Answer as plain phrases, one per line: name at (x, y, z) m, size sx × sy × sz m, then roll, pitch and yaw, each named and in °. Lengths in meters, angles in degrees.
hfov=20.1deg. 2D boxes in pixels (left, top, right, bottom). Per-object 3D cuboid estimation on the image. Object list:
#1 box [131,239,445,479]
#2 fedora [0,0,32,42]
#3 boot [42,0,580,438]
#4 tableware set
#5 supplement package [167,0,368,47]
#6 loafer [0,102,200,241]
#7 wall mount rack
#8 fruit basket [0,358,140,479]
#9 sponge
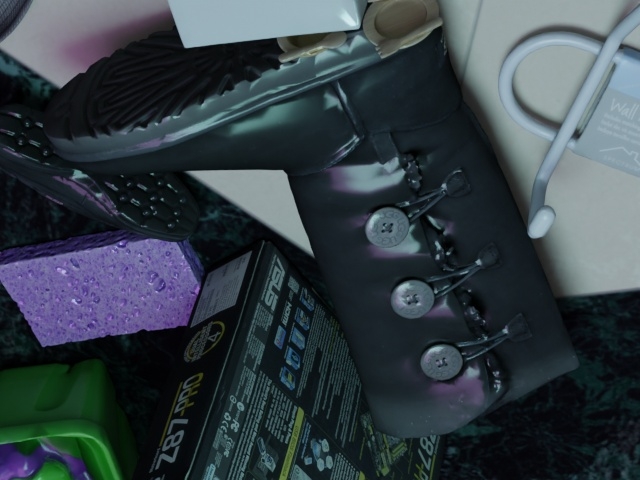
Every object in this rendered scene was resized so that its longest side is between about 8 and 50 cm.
box at (-0.024, 0.239, 1.712) m, size 0.097 × 0.395 × 0.318 m, roll -28°, pitch 119°, yaw 31°
fedora at (-0.382, -0.233, 1.578) m, size 0.275 × 0.124 × 0.244 m, roll -32°, pitch 117°, yaw 34°
boot at (0.002, 0.000, 1.651) m, size 0.367 × 0.146 × 0.445 m, roll -16°, pitch 127°, yaw 14°
tableware set at (0.023, -0.208, 1.481) m, size 0.141 × 0.169 × 0.020 m, roll -16°, pitch 143°, yaw 9°
supplement package at (-0.043, -0.288, 1.395) m, size 0.149 × 0.203 × 0.194 m, roll -5°, pitch 128°, yaw 17°
loafer at (-0.221, -0.062, 1.726) m, size 0.223 × 0.076 × 0.078 m, roll 27°, pitch 161°, yaw -16°
wall mount rack at (0.328, -0.095, 1.515) m, size 0.350 × 0.130 × 0.304 m, roll 19°, pitch 131°, yaw -4°
fruit basket at (-0.277, 0.353, 1.887) m, size 0.283 × 0.392 × 0.392 m, roll -7°, pitch 128°, yaw 12°
sponge at (-0.218, 0.046, 1.836) m, size 0.210 × 0.031 × 0.117 m, roll -10°, pitch 127°, yaw 21°
